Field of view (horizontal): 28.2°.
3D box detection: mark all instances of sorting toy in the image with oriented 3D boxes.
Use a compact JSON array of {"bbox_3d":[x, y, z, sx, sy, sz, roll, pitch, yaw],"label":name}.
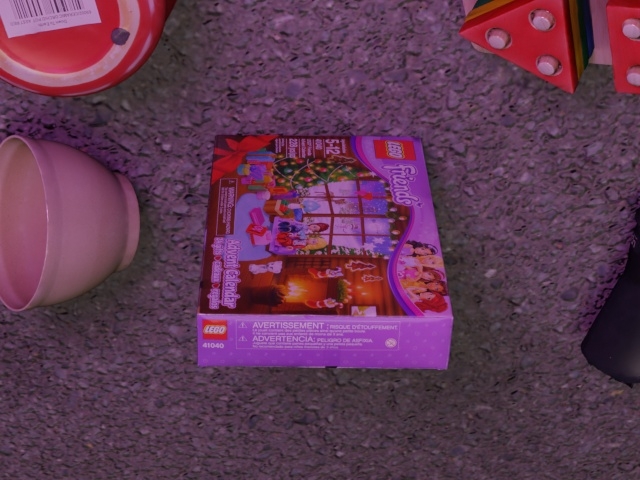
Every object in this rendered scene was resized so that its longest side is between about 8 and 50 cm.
[{"bbox_3d":[0.211,-0.220,0.991,0.256,0.089,0.257,10,143,26],"label":"sorting toy"}]

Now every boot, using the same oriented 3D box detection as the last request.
[{"bbox_3d":[0.408,0.069,1.294,0.247,0.094,0.207,11,122,-1],"label":"boot"}]

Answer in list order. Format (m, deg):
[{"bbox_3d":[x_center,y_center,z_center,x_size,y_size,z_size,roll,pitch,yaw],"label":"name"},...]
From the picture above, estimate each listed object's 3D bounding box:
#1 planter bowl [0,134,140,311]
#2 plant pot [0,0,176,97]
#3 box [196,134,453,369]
[{"bbox_3d":[-0.237,-0.017,1.193,0.109,0.162,0.162,-2,132,-35],"label":"planter bowl"},{"bbox_3d":[-0.204,-0.218,1.024,0.191,0.174,0.191,-1,129,-1],"label":"plant pot"},{"bbox_3d":[0.000,0.000,1.111,0.201,0.293,0.057,1,123,-3],"label":"box"}]
